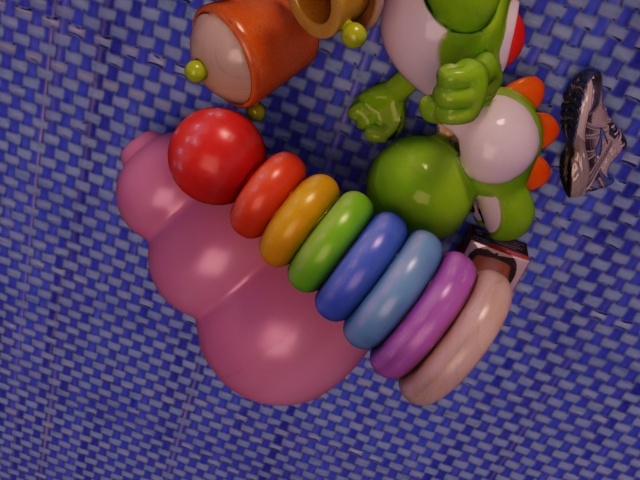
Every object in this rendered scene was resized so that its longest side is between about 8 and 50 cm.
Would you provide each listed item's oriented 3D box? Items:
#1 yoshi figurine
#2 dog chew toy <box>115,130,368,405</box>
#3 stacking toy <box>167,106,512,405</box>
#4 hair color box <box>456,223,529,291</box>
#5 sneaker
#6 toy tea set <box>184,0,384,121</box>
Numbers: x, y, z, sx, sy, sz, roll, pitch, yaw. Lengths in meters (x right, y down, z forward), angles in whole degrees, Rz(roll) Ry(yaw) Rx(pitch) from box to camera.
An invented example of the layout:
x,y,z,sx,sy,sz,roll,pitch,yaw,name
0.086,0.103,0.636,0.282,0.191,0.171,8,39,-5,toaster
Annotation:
x,y,z,sx,sy,sz,roll,pitch,yaw,name
0.093,-0.139,0.624,0.203,0.203,0.362,-6,120,32,yoshi figurine
-0.090,0.019,0.734,0.207,0.206,0.332,-38,98,26,dog chew toy
0.000,0.000,0.606,0.330,0.141,0.141,36,119,2,stacking toy
0.179,0.059,0.783,0.072,0.043,0.141,20,119,1,hair color box
0.277,-0.109,0.677,0.058,0.052,0.135,-7,124,4,sneaker
-0.102,-0.263,0.561,0.336,0.124,0.200,56,153,1,toy tea set
